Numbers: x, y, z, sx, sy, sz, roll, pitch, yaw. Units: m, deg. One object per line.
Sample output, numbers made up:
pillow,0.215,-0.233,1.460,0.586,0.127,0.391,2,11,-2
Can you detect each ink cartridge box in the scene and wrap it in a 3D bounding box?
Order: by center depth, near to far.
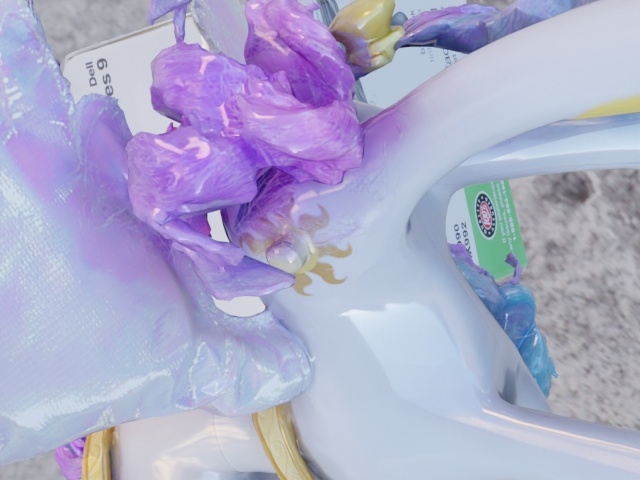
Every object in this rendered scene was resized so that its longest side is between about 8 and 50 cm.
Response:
ink cartridge box,-0.004,-0.042,0.913,0.121,0.289,0.211,-11,94,38

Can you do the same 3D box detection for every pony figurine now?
pony figurine,0.000,0.000,0.490,0.363,0.303,0.351,-10,114,28
